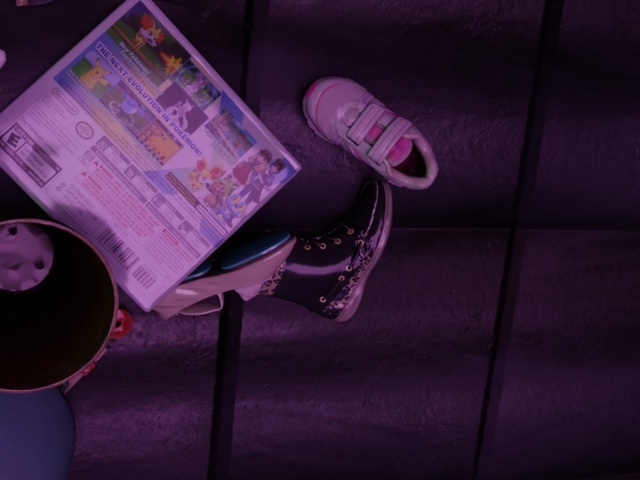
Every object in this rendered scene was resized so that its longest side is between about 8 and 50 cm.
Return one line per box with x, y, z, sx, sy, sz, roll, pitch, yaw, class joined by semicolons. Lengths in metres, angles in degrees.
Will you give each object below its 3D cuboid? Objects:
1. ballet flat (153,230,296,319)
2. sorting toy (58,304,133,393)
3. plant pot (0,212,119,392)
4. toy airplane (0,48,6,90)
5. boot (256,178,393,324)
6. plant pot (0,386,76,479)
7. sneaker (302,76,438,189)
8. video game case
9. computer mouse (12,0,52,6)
-0.140;0.058;1.306;0.249;0.086;0.086;-18;113;12;ballet flat
-0.403;0.176;1.284;0.274;0.046;0.132;-46;116;-4;sorting toy
-0.384;0.051;1.153;0.216;0.230;0.215;-6;106;-20;plant pot
-0.501;-0.296;0.934;0.386;0.272;0.384;19;82;-33;toy airplane
0.000;0.001;1.373;0.179;0.085;0.236;16;99;-22;boot
-0.476;0.316;1.185;0.291;0.195;0.290;-5;114;-11;plant pot
0.088;-0.159;1.345;0.252;0.111;0.103;30;93;-26;sneaker
-0.242;-0.119;1.230;0.300;0.036;0.329;-44;102;-5;video game case
-0.368;-0.397;1.138;0.106;0.042;0.192;-14;115;-12;computer mouse
